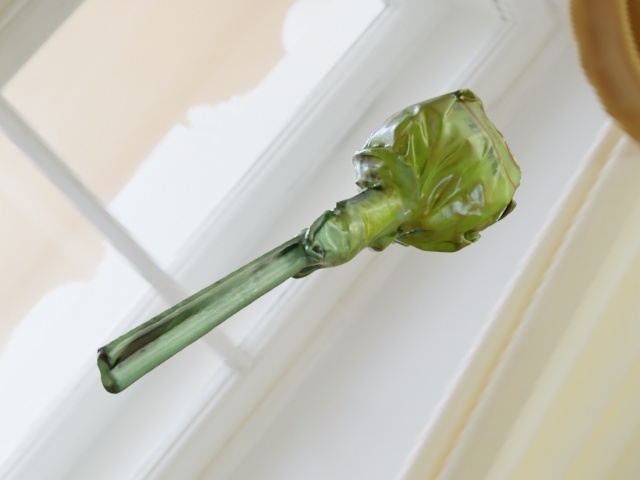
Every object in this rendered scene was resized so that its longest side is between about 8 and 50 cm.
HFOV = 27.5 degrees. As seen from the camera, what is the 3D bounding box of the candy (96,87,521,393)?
[{"bbox_3d":[-0.001,0.002,0.587,0.077,0.262,0.073,-12,-76,46],"label":"candy"}]
